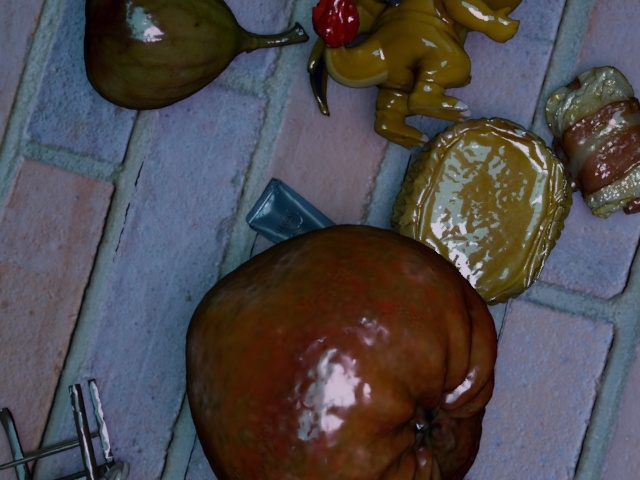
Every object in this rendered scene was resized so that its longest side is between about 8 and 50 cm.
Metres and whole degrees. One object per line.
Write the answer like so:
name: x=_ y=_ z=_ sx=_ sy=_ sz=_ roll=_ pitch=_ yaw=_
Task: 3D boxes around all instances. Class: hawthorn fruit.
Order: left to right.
hawthorn fruit: x=0.007 y=0.160 z=1.149 sx=0.402 sy=0.403 sz=0.403 roll=0 pitch=87 yaw=4

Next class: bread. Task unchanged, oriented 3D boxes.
bread: x=0.221 y=-0.040 z=1.291 sx=0.227 sy=0.142 sz=0.253 roll=28 pitch=86 yaw=6

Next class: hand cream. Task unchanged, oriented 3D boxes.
hand cream: x=0.000 y=0.000 z=1.354 sx=0.224 sy=0.048 sz=0.083 roll=34 pitch=92 yaw=10

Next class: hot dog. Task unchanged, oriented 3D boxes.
hot dog: x=0.402 y=-0.136 z=1.307 sx=0.146 sy=0.103 sz=0.213 roll=-23 pitch=77 yaw=22

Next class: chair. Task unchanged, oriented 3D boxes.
chair: x=-0.348 y=0.370 z=1.302 sx=0.186 sy=0.160 sz=0.319 roll=-18 pitch=85 yaw=-3

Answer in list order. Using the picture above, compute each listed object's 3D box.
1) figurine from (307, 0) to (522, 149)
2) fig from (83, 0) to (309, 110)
figurine: x=0.134 y=-0.339 z=1.197 sx=0.268 sy=0.401 sz=0.387 roll=14 pitch=77 yaw=4
fig: x=-0.169 y=-0.286 z=1.322 sx=0.320 sy=0.217 sz=0.217 roll=2 pitch=87 yaw=-18
